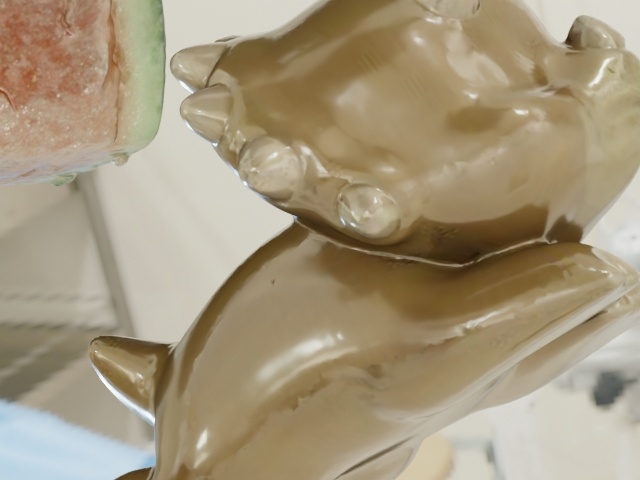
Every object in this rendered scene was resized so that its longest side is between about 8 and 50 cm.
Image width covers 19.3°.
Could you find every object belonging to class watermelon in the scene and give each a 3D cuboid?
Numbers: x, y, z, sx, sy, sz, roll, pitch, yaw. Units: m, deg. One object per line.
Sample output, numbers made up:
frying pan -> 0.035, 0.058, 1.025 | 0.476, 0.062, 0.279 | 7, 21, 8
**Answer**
watermelon -> -0.239, -0.126, 0.972 | 0.293, 0.283, 0.250 | -30, 10, -9

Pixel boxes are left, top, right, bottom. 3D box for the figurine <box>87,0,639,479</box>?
figurine -> 0.005, -0.003, 0.703 | 0.247, 0.173, 0.177 | -41, -17, 33
